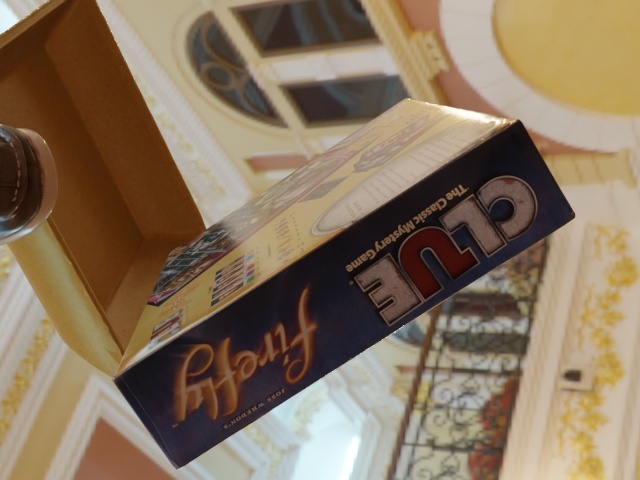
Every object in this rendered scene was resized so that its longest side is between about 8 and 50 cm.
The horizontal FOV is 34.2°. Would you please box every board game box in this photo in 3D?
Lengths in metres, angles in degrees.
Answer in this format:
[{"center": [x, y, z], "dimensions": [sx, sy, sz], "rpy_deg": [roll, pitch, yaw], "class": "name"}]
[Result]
[{"center": [0.000, 0.000, 0.468], "dimensions": [0.042, 0.165, 0.243], "rpy_deg": [57, -178, -10], "class": "board game box"}]

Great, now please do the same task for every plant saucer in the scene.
[{"center": [-0.238, -0.059, 1.030], "dimensions": [0.333, 0.081, 0.333], "rpy_deg": [-79, -33, -64], "class": "plant saucer"}]

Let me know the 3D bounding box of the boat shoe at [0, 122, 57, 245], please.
[{"center": [-0.339, 0.001, 0.800], "dimensions": [0.095, 0.335, 0.112], "rpy_deg": [0, -113, -53], "class": "boat shoe"}]
